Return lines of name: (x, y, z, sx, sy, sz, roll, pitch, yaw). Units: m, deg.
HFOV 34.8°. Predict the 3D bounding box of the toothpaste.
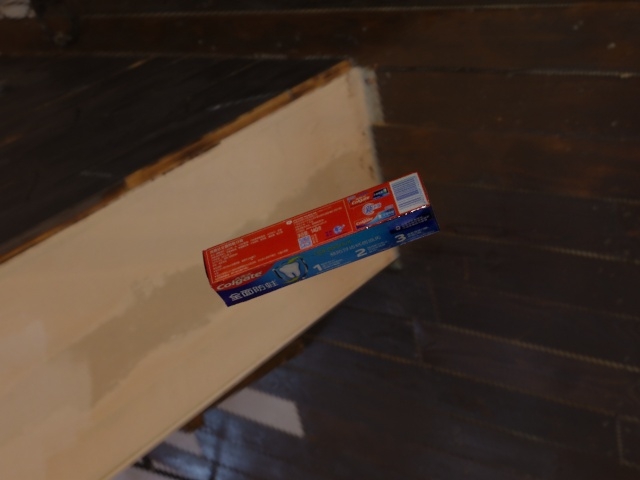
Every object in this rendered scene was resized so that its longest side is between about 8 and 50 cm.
toothpaste: (0.001, 0.000, 1.402, 0.076, 0.321, 0.066, 60, -168, -57)
